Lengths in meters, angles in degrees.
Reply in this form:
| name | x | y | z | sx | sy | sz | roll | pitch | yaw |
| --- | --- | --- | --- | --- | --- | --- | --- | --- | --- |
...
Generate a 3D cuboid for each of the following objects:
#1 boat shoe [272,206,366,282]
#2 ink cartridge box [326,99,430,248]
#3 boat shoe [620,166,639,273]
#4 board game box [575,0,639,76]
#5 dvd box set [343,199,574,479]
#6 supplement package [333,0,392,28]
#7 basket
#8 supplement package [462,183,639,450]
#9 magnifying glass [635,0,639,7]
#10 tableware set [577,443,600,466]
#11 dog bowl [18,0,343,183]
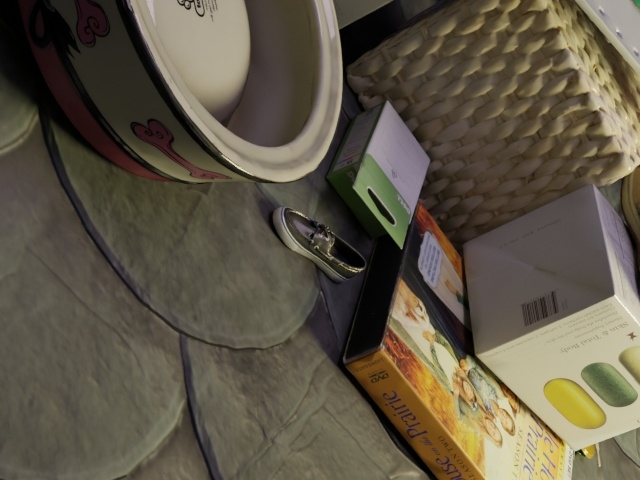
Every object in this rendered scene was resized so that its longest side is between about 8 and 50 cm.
| name | x | y | z | sx | sy | sz | roll | pitch | yaw |
| --- | --- | --- | --- | --- | --- | --- | --- | --- | --- |
| boat shoe | 0.000 | 0.000 | 1.537 | 0.142 | 0.040 | 0.049 | 40 | 39 | -38 |
| ink cartridge box | 0.071 | -0.077 | 1.684 | 0.109 | 0.062 | 0.209 | 53 | 33 | -23 |
| boat shoe | 0.461 | -0.003 | 1.716 | 0.104 | 0.089 | 0.285 | 45 | 28 | -33 |
| board game box | 0.390 | -0.373 | 1.770 | 0.390 | 0.050 | 0.390 | 42 | 40 | -26 |
| dvd box set | 0.194 | 0.193 | 1.688 | 0.420 | 0.062 | 0.307 | 52 | 31 | -23 |
| supplement package | 0.068 | -0.366 | 1.767 | 0.105 | 0.179 | 0.105 | 61 | 31 | -9 |
| basket | 0.271 | -0.202 | 1.829 | 0.328 | 0.331 | 0.266 | 61 | 32 | -7 |
| supplement package | 0.346 | 0.107 | 1.733 | 0.263 | 0.199 | 0.198 | 44 | 31 | -36 |
| magnifying glass | 0.401 | -0.403 | 1.741 | 0.092 | 0.026 | 0.231 | -15 | 82 | -53 |
| tableware set | 0.370 | 0.266 | 1.967 | 0.154 | 0.024 | 0.104 | 45 | 33 | -31 |
| dog bowl | -0.141 | -0.238 | 1.328 | 0.408 | 0.150 | 0.408 | 34 | 49 | -51 |
